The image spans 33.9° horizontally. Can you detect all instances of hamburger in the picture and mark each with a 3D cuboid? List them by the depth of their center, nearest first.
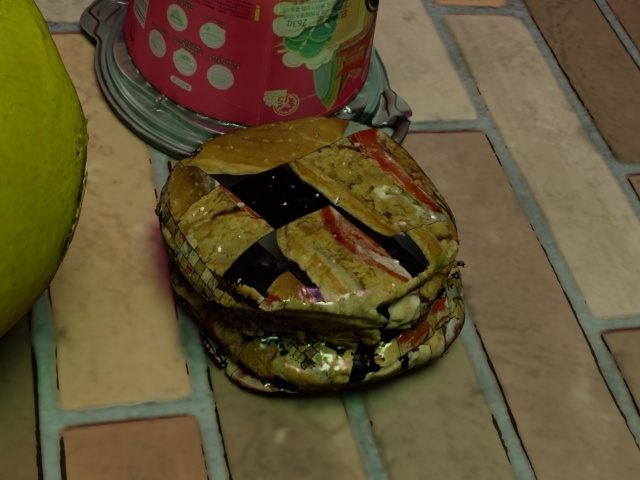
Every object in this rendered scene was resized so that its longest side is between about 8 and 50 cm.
[{"bbox_3d":[0.000,0.000,0.733,0.231,0.107,0.231,3,44,-3],"label":"hamburger"}]

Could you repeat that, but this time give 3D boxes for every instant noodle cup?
[{"bbox_3d":[-0.051,-0.203,0.850,0.302,0.181,0.258,16,47,1],"label":"instant noodle cup"}]

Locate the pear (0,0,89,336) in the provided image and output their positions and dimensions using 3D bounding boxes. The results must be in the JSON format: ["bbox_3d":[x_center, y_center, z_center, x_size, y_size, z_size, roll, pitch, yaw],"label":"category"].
[{"bbox_3d":[-0.291,-0.028,0.567,0.285,0.285,0.336,34,51,17],"label":"pear"}]
